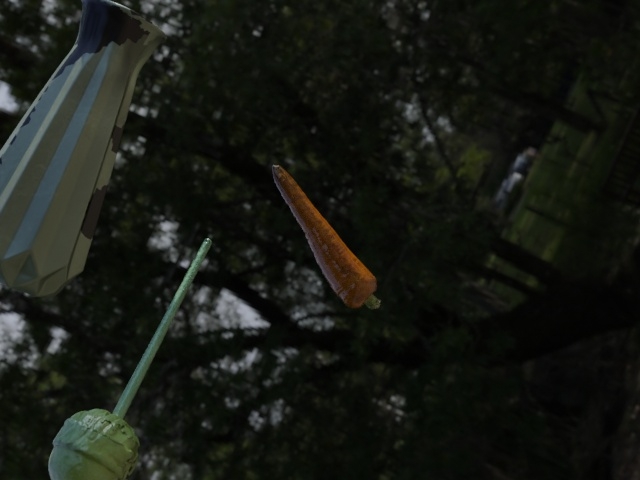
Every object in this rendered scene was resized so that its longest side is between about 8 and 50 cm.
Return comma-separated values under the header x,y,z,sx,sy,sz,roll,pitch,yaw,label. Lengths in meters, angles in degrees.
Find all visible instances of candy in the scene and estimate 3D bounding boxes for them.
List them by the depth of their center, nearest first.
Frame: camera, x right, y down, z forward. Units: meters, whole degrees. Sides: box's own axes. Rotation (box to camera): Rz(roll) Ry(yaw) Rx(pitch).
x,y,z,sx,sy,sz,roll,pitch,yaw,label
-0.191,0.130,1.132,0.335,0.092,0.093,-64,-33,-31,candy

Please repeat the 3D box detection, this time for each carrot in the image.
x,y,z,sx,sy,sz,roll,pitch,yaw,label
0.000,0.000,1.504,0.061,0.256,0.061,-37,1,1,carrot

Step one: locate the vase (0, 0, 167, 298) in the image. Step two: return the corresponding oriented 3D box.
x,y,z,sx,sy,sz,roll,pitch,yaw,label
-0.314,-0.115,1.273,0.165,0.165,0.360,46,-114,-77,vase
